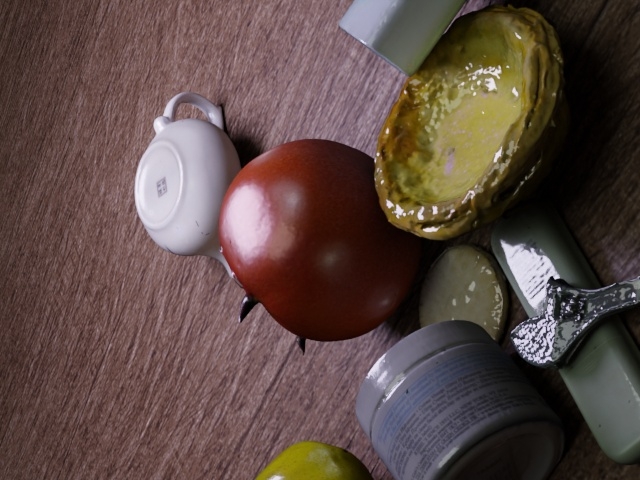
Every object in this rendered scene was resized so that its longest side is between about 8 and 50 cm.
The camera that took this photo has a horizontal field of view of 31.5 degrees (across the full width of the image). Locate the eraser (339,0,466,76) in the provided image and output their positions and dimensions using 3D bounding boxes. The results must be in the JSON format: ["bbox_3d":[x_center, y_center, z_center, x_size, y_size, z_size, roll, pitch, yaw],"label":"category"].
[{"bbox_3d":[0.142,-0.328,1.256,0.290,0.104,0.189,-55,18,10],"label":"eraser"}]

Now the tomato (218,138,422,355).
[{"bbox_3d":[0.000,0.000,1.374,0.224,0.255,0.256,-48,47,22],"label":"tomato"}]

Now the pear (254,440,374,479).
[{"bbox_3d":[-0.004,0.349,1.384,0.198,0.198,0.198,-12,75,53],"label":"pear"}]

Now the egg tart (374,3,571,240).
[{"bbox_3d":[0.175,-0.117,1.225,0.294,0.123,0.294,-41,36,38],"label":"egg tart"}]

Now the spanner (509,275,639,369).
[{"bbox_3d":[0.311,0.048,1.074,0.325,0.026,0.093,-25,63,39],"label":"spanner"}]

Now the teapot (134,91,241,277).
[{"bbox_3d":[-0.192,-0.098,1.753,0.208,0.165,0.300,-37,49,55],"label":"teapot"}]

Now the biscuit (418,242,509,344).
[{"bbox_3d":[0.164,0.077,1.320,0.152,0.020,0.152,-11,76,54],"label":"biscuit"}]

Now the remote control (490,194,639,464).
[{"bbox_3d":[0.262,0.084,1.167,0.090,0.038,0.310,-51,47,33],"label":"remote control"}]

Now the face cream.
[{"bbox_3d":[0.146,0.197,1.192,0.153,0.177,0.177,55,127,42],"label":"face cream"}]
